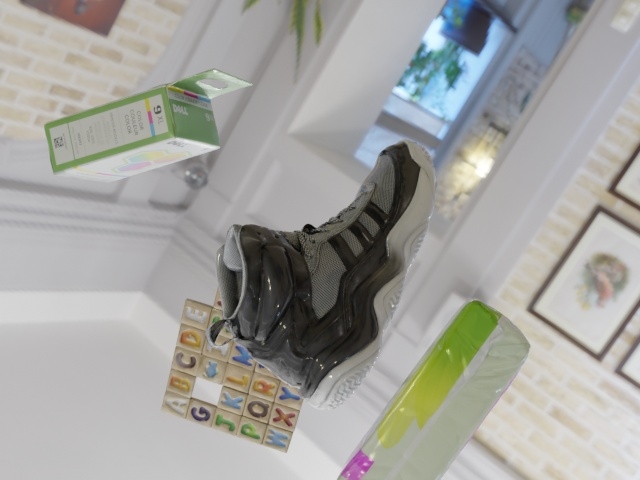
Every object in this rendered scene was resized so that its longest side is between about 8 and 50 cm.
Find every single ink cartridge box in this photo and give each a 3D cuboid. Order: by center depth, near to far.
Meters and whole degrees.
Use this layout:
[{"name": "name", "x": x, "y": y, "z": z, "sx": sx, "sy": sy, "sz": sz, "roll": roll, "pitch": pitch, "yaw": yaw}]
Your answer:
[{"name": "ink cartridge box", "x": -0.180, "y": -0.121, "z": 0.933, "sx": 0.109, "sy": 0.209, "sz": 0.062, "roll": -1, "pitch": -103, "yaw": -72}]

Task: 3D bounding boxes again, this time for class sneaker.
[{"name": "sneaker", "x": 0.000, "y": 0.000, "z": 0.751, "sx": 0.153, "sy": 0.268, "sz": 0.101, "roll": 27, "pitch": 156, "yaw": -12}]

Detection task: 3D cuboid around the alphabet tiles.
[{"name": "alphabet tiles", "x": -0.113, "y": 0.179, "z": 1.214, "sx": 0.198, "sy": 0.237, "sz": 0.009, "roll": 18, "pitch": -156, "yaw": 4}]

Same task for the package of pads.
[{"name": "package of pads", "x": 0.140, "y": 0.211, "z": 1.062, "sx": 0.101, "sy": 0.296, "sz": 0.229, "roll": 37, "pitch": -176, "yaw": 10}]
